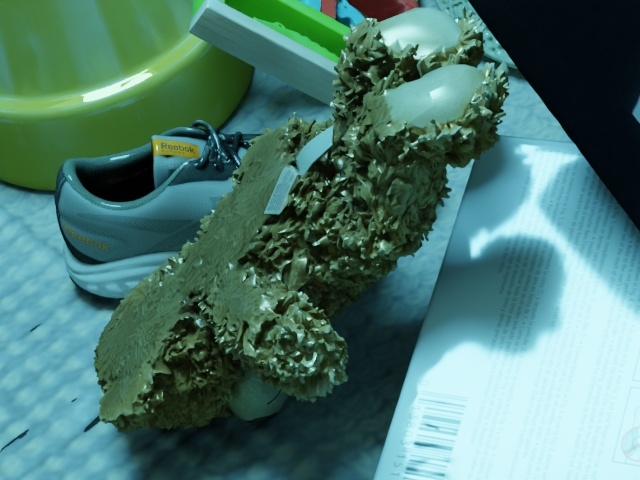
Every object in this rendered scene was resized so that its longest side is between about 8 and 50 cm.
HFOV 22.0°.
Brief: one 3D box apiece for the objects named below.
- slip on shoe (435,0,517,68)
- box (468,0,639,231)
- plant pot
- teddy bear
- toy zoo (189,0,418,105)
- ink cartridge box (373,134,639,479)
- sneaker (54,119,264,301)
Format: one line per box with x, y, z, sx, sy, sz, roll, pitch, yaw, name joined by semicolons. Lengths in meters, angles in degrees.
0.134;-0.259;1.350;0.101;0.123;0.331;4;39;-30;slip on shoe
0.410;-0.123;0.836;0.471;0.297;0.480;-27;70;-16;box
-0.200;-0.208;1.292;0.254;0.239;0.254;-9;42;8;plant pot
0.000;0.000;1.018;0.338;0.113;0.245;-55;27;4;teddy bear
-0.007;-0.217;1.308;0.192;0.030;0.293;26;38;-21;toy zoo
0.176;0.072;0.962;0.238;0.060;0.275;8;61;23;ink cartridge box
-0.057;-0.036;1.161;0.271;0.108;0.100;-13;40;0;sneaker
